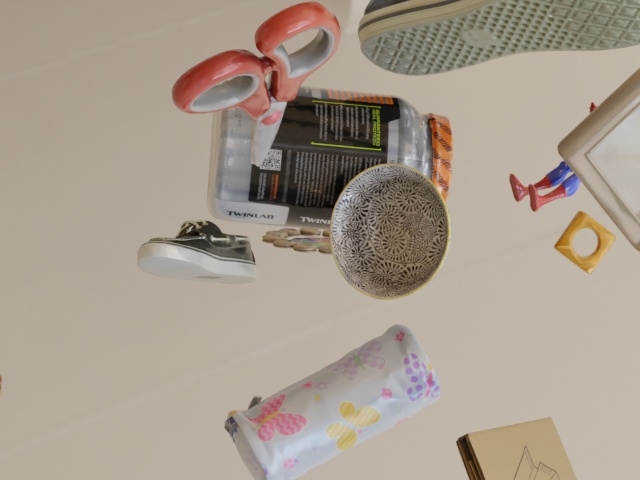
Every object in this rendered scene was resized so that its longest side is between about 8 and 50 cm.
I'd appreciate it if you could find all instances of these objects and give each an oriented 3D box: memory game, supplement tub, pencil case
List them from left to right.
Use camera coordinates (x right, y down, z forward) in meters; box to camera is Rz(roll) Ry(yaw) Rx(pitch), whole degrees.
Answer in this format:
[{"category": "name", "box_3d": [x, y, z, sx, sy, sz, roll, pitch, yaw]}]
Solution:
[{"category": "memory game", "box_3d": [0.000, 0.000, 2.045, 0.186, 0.012, 0.186, 4, -170, -1]}, {"category": "supplement tub", "box_3d": [0.009, -0.110, 1.740, 0.316, 0.193, 0.193, 5, -139, -7]}, {"category": "pencil case", "box_3d": [0.016, 0.210, 1.623, 0.273, 0.113, 0.124, -26, -155, -13]}]

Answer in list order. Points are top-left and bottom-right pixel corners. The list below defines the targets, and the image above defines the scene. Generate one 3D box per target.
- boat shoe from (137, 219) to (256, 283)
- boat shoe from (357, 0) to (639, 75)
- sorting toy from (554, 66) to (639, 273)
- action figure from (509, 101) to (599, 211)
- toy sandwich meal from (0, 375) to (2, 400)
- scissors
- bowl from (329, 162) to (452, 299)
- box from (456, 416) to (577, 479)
[{"category": "boat shoe", "box_3d": [-0.159, 0.012, 1.640, 0.078, 0.219, 0.070, -10, -102, 28]}, {"category": "boat shoe", "box_3d": [0.270, -0.328, 1.626, 0.500, 0.187, 0.155, -5, -117, 38]}, {"category": "sorting toy", "box_3d": [0.431, -0.108, 1.716, 0.348, 0.196, 0.047, -43, -169, -6]}, {"category": "action figure", "box_3d": [0.431, -0.160, 2.009, 0.280, 0.139, 0.091, -21, -152, -15]}, {"category": "toy sandwich meal", "box_3d": [-0.396, 0.185, 1.471, 0.086, 0.029, 0.085, -33, -146, 26]}, {"category": "scissors", "box_3d": [-0.025, -0.094, 0.866, 0.109, 0.297, 0.021, -30, -99, 3]}, {"category": "bowl", "box_3d": [0.103, -0.009, 1.612, 0.170, 0.170, 0.080, 24, -171, 31]}, {"category": "box", "box_3d": [0.236, 0.285, 1.431, 0.021, 0.201, 0.164, -30, -108, 32]}]
